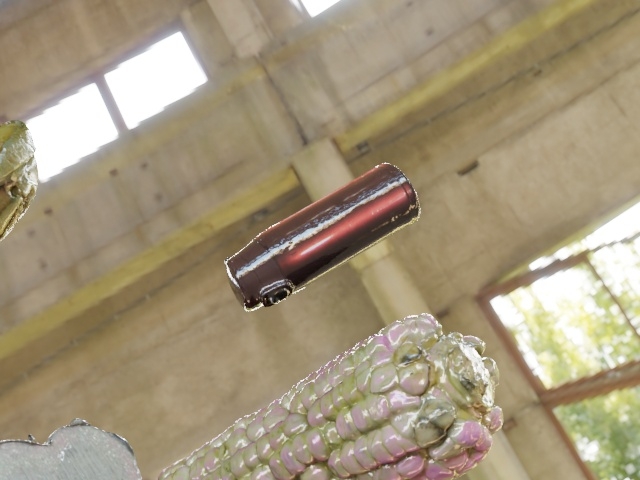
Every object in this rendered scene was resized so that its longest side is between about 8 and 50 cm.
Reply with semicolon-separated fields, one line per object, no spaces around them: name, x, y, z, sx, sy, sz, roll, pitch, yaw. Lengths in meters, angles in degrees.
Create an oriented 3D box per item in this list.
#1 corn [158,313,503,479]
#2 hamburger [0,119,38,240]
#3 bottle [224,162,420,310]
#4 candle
corn;-0.004;0.175;0.886;0.335;0.127;0.126;-35;-28;30
hamburger;-0.490;-0.040;1.454;0.265;0.284;0.134;-46;-55;-38
bottle;0.000;0.000;0.886;0.164;0.060;0.060;-30;-27;-19
candle;-0.233;0.255;1.030;0.068;0.168;0.192;-48;-23;25
